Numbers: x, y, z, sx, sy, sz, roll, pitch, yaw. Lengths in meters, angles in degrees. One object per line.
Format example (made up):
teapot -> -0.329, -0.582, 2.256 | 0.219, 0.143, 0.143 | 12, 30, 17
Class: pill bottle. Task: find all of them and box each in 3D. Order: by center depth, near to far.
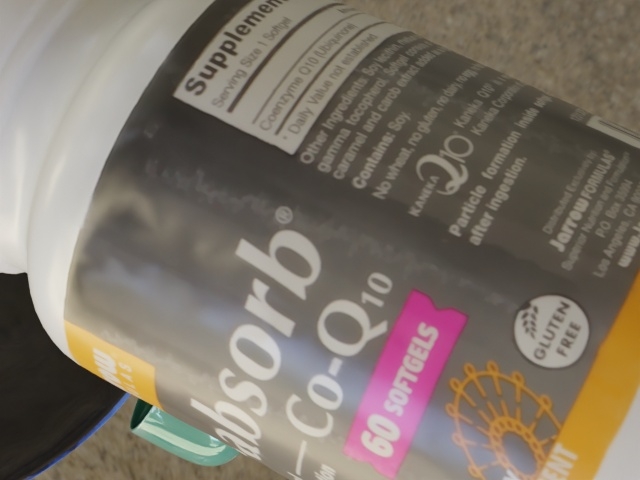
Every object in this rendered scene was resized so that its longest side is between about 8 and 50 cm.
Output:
pill bottle -> 0.000, 0.000, 0.460 | 0.278, 0.162, 0.162 | 26, 71, 13

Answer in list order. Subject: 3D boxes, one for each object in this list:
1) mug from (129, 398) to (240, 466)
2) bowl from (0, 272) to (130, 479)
mug -> -0.094, 0.127, 1.133 | 0.097, 0.158, 0.129 | 28, 90, -11
bowl -> -0.295, 0.097, 1.060 | 0.391, 0.391, 0.077 | -31, 60, -14
